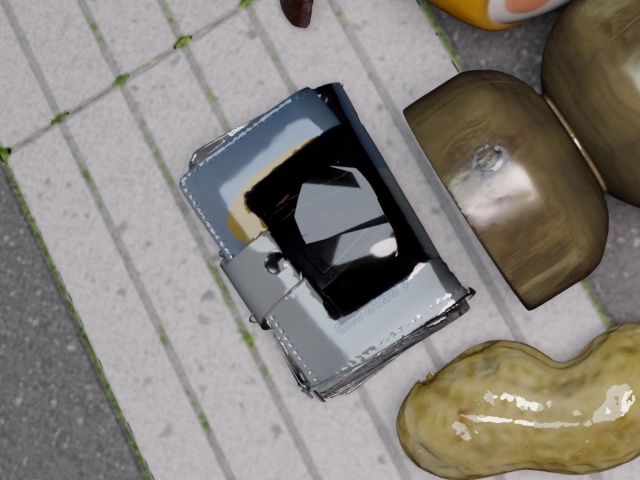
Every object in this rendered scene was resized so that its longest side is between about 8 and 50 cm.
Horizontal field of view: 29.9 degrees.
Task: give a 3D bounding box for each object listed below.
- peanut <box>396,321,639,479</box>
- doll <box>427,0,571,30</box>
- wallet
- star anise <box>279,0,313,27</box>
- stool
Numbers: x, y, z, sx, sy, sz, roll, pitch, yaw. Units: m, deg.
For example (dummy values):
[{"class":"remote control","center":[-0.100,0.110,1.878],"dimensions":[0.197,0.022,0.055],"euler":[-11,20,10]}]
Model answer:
[{"class":"peanut","center":[0.169,0.124,0.896],"dimensions":[0.230,0.098,0.103],"euler":[-9,108,11]},{"class":"doll","center":[0.134,-0.278,0.853],"dimensions":[0.214,0.236,0.213],"euler":[-2,64,4]},{"class":"wallet","center":[0.000,0.000,0.973],"dimensions":[0.170,0.069,0.231],"euler":[-32,77,4]},{"class":"star anise","center":[-0.018,-0.315,0.995],"dimensions":[0.283,0.129,0.212],"euler":[-37,81,-1]},{"class":"stool","center":[0.217,-0.092,0.867],"dimensions":[0.264,0.179,0.179],"euler":[-33,76,9]}]
